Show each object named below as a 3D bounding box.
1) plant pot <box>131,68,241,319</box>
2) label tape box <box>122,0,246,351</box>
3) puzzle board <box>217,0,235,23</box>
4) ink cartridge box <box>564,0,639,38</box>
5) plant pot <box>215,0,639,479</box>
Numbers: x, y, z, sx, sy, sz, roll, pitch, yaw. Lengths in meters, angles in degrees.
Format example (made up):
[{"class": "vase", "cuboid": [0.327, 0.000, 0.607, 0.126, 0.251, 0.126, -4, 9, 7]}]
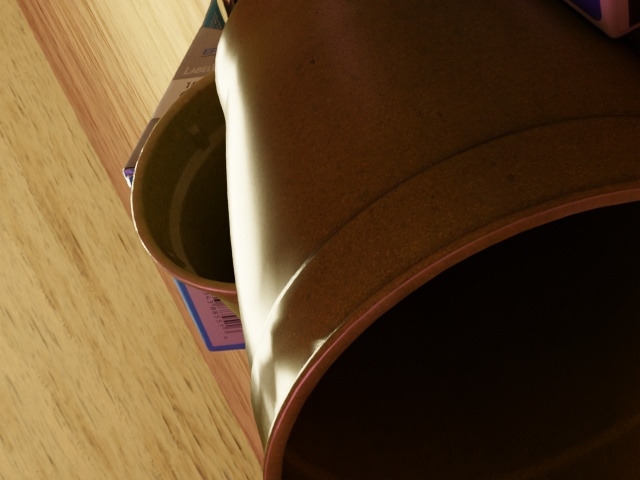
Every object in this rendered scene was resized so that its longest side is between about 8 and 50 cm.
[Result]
[{"class": "plant pot", "cuboid": [0.000, 0.000, 1.783, 0.276, 0.276, 0.254, 51, 174, 40]}, {"class": "label tape box", "cuboid": [-0.072, -0.083, 2.027, 0.334, 0.105, 0.241, -70, -35, -48]}, {"class": "puzzle board", "cuboid": [-0.118, -0.299, 2.103, 0.096, 0.011, 0.128, 58, 165, 23]}, {"class": "ink cartridge box", "cuboid": [0.093, -0.316, 1.141, 0.307, 0.072, 0.304, 48, 162, 40]}, {"class": "plant pot", "cuboid": [0.089, -0.022, 1.245, 0.366, 0.366, 0.353, 79, 170, -49]}]
